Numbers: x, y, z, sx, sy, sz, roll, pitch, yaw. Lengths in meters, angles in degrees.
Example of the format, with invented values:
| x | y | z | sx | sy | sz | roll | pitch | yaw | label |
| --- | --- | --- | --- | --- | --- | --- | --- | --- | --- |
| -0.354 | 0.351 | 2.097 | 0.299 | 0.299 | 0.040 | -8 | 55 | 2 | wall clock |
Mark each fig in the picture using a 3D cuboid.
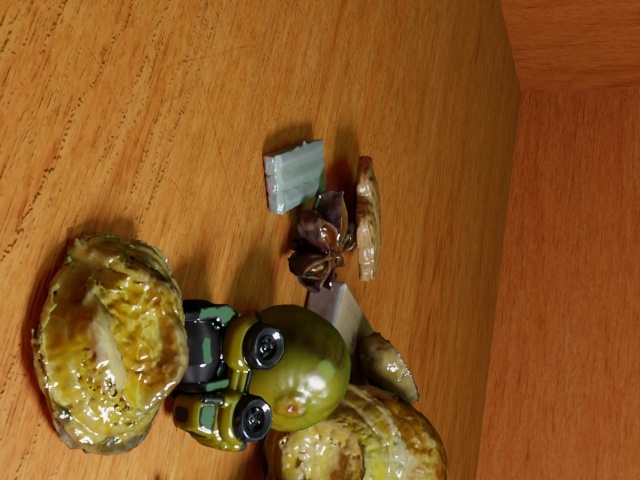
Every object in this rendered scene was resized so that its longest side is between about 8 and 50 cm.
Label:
| x | y | z | sx | sy | sz | roll | pitch | yaw | label |
| --- | --- | --- | --- | --- | --- | --- | --- | --- | --- |
| -0.047 | 0.205 | 1.612 | 0.207 | 0.207 | 0.230 | 72 | 28 | -42 | fig |

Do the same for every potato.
| x | y | z | sx | sy | sz | roll | pitch | yaw | label |
| --- | --- | --- | --- | --- | --- | --- | --- | --- | --- |
| 0.137 | 0.293 | 2.026 | 0.081 | 0.164 | 0.200 | -36 | 133 | -12 | potato |

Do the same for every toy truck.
| x | y | z | sx | sy | sz | roll | pitch | yaw | label |
| --- | --- | --- | --- | --- | --- | --- | --- | --- | --- |
| -0.166 | 0.206 | 1.425 | 0.165 | 0.147 | 0.224 | 13 | 82 | -44 | toy truck |

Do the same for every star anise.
| x | y | z | sx | sy | sz | roll | pitch | yaw | label |
| --- | --- | --- | --- | --- | --- | --- | --- | --- | --- |
| -0.002 | 0.000 | 1.852 | 0.220 | 0.099 | 0.214 | 41 | 57 | -66 | star anise |

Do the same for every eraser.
| x | y | z | sx | sy | sz | roll | pitch | yaw | label |
| --- | --- | --- | --- | --- | --- | --- | --- | --- | --- |
| 0.051 | 0.222 | 2.049 | 0.343 | 0.078 | 0.144 | 58 | 41 | -56 | eraser |

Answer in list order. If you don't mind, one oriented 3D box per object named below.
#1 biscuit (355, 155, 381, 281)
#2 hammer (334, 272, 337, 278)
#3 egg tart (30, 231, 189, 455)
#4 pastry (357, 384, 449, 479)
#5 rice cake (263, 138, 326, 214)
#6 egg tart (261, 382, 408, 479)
| x | y | z | sx | sy | sz | roll | pitch | yaw | label |
| --- | --- | --- | --- | --- | --- | --- | --- | --- | --- |
| 0.109 | -0.053 | 2.083 | 0.376 | 0.051 | 0.269 | -60 | 147 | -79 | biscuit |
| 0.005 | 0.044 | 2.000 | 0.182 | 0.017 | 0.062 | 49 | 47 | -63 | hammer |
| -0.248 | 0.131 | 1.205 | 0.297 | 0.132 | 0.297 | -3 | 90 | -66 | egg tart |
| 0.103 | 0.483 | 1.888 | 0.388 | 0.313 | 0.388 | 6 | 90 | -68 | pastry |
| -0.045 | -0.130 | 1.812 | 0.237 | 0.043 | 0.127 | -36 | 125 | -65 | rice cake |
| 0.012 | 0.398 | 1.679 | 0.115 | 0.290 | 0.290 | 23 | 70 | -70 | egg tart |
